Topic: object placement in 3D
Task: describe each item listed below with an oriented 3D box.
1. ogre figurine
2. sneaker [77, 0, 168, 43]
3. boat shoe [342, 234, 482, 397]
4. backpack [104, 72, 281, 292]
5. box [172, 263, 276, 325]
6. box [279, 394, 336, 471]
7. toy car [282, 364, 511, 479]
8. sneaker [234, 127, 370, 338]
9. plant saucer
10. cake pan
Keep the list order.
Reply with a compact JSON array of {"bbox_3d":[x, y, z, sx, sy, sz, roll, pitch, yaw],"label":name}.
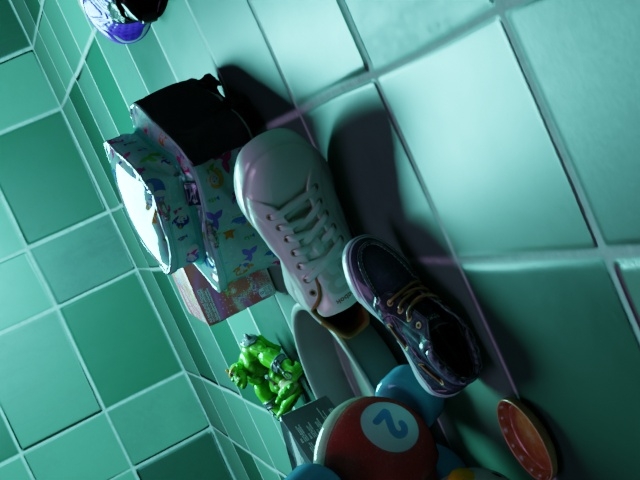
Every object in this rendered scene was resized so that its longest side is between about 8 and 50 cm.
[{"bbox_3d":[-0.086,0.220,1.834,0.118,0.097,0.197,40,173,16],"label":"ogre figurine"},{"bbox_3d":[-0.258,-0.331,1.492,0.146,0.102,0.293,57,163,21],"label":"sneaker"},{"bbox_3d":[0.092,0.064,1.072,0.183,0.065,0.083,55,162,7],"label":"boat shoe"},{"bbox_3d":[-0.158,-0.058,1.471,0.225,0.191,0.253,41,157,53],"label":"backpack"},{"bbox_3d":[-0.183,-0.014,1.707,0.256,0.123,0.128,68,163,-14],"label":"box"},{"bbox_3d":[0.062,0.378,1.397,0.307,0.077,0.242,47,155,50],"label":"box"},{"bbox_3d":[0.125,0.261,1.116,0.238,0.219,0.210,0,118,40],"label":"toy car"},{"bbox_3d":[0.000,0.000,1.205,0.123,0.106,0.290,47,168,40],"label":"sneaker"},{"bbox_3d":[0.190,0.180,1.017,0.083,0.013,0.083,55,161,28],"label":"plant saucer"},{"bbox_3d":[0.055,0.200,1.405,0.293,0.054,0.293,56,162,27],"label":"cake pan"}]
